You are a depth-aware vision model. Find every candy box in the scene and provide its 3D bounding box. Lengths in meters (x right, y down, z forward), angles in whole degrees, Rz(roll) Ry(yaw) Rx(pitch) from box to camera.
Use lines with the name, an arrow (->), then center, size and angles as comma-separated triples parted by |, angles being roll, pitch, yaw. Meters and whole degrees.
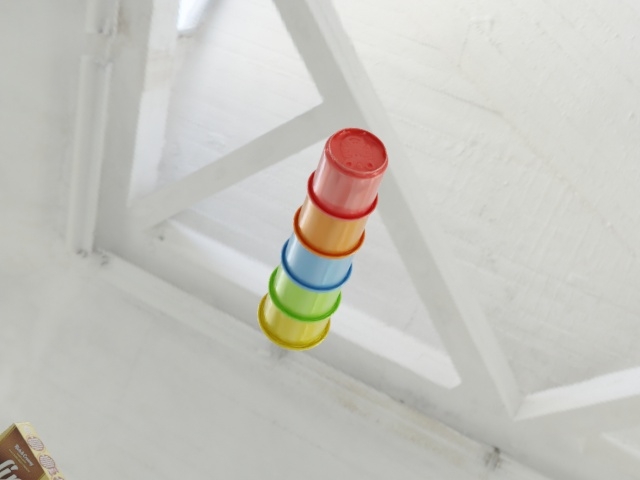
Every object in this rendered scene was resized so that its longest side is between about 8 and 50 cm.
candy box -> -0.434, 0.375, 1.172 | 0.109, 0.053, 0.187 | -37, -103, -1

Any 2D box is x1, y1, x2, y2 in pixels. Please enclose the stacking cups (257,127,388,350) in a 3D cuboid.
stacking cups -> 0.000, 0.000, 0.874 | 0.096, 0.096, 0.316 | 33, -40, 12
